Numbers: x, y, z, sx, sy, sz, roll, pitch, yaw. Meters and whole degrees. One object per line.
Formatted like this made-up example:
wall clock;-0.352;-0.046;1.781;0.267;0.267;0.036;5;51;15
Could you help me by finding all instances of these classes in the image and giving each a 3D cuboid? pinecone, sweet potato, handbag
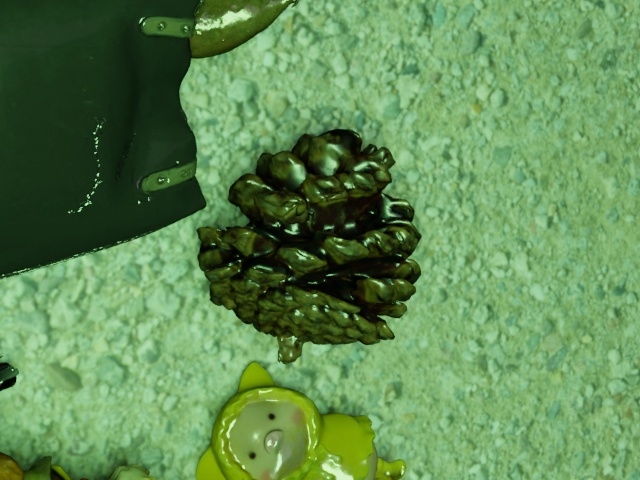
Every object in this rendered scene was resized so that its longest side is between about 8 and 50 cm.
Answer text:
pinecone;-0.010;0.006;0.913;0.243;0.243;0.257;24;42;-18
sweet potato;-0.156;-0.234;0.929;0.269;0.075;0.075;-14;97;-2
handbag;-0.255;-0.136;0.847;0.287;0.152;0.342;-6;113;-24

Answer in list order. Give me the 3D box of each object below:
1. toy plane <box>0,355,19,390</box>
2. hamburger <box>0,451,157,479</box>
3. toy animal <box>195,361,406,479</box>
toy plane;-0.378;0.157;0.879;0.145;0.060;0.037;-17;98;-2
hamburger;-0.269;0.369;0.795;0.250;0.330;0.330;11;89;-20
toy animal;-0.016;0.249;0.969;0.229;0.156;0.156;28;84;-7
